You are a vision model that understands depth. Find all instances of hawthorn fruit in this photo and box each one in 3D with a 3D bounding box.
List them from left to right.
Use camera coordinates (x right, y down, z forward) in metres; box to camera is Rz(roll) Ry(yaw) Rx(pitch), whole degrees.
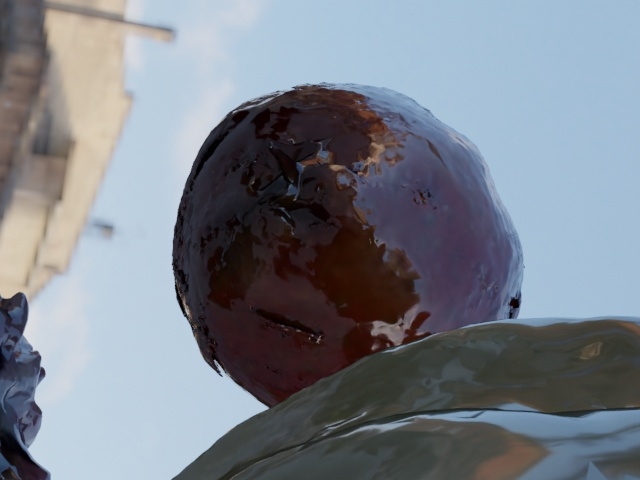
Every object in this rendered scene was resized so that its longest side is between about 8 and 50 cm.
[{"bbox_3d":[0.000,0.000,0.834,0.235,0.181,0.181,37,53,-67],"label":"hawthorn fruit"}]

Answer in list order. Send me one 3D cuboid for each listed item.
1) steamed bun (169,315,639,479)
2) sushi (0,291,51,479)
[{"bbox_3d":[0.052,0.183,0.498,0.255,0.368,0.342,19,-82,59],"label":"steamed bun"},{"bbox_3d":[-0.233,0.093,0.721,0.171,0.270,0.236,-14,-91,29],"label":"sushi"}]
